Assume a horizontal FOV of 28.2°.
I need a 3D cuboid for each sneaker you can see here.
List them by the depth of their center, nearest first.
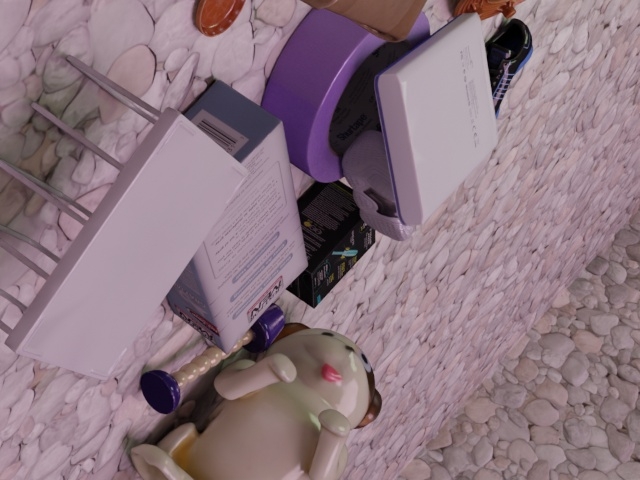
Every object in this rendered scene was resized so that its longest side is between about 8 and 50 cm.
[{"bbox_3d":[0.115,-0.118,1.846,0.153,0.101,0.268,-57,159,-18],"label":"sneaker"},{"bbox_3d":[0.299,-0.289,2.260,0.232,0.081,0.090,-59,157,-10],"label":"sneaker"}]

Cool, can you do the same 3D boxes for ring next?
[{"bbox_3d":[0.364,-0.436,2.029,0.336,0.032,0.336,-30,172,-5],"label":"ring"}]

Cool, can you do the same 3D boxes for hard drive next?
[{"bbox_3d":[0.170,-0.178,1.796,0.318,0.040,0.210,-43,126,-55],"label":"hard drive"}]

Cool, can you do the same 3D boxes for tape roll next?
[{"bbox_3d":[0.037,-0.219,1.776,0.275,0.090,0.275,-44,156,-25],"label":"tape roll"}]

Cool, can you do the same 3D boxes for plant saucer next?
[{"bbox_3d":[-0.115,-0.274,1.471,0.083,0.013,0.083,-46,158,-25],"label":"plant saucer"}]

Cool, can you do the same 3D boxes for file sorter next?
[{"bbox_3d":[-0.246,-0.027,1.332,0.278,0.173,0.193,-55,158,-2],"label":"file sorter"}]

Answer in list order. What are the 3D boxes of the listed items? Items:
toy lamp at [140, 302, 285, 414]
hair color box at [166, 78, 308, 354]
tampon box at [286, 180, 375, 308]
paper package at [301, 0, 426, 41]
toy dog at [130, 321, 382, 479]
[{"bbox_3d":[-0.157,0.172,1.958,0.274,0.080,0.080,-30,148,-43],"label":"toy lamp"},{"bbox_3d":[-0.128,-0.019,1.683,0.185,0.113,0.374,-47,157,-19],"label":"hair color box"},{"bbox_3d":[0.000,0.000,2.001,0.161,0.101,0.120,-47,158,-23],"label":"tampon box"},{"bbox_3d":[0.008,-0.392,1.150,0.325,0.309,0.168,-61,156,13],"label":"paper package"},{"bbox_3d":[-0.065,0.323,2.106,0.408,0.284,0.395,-47,166,-22],"label":"toy dog"}]
